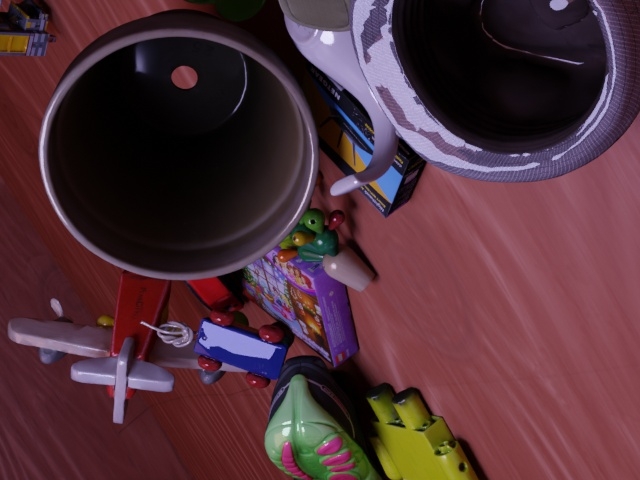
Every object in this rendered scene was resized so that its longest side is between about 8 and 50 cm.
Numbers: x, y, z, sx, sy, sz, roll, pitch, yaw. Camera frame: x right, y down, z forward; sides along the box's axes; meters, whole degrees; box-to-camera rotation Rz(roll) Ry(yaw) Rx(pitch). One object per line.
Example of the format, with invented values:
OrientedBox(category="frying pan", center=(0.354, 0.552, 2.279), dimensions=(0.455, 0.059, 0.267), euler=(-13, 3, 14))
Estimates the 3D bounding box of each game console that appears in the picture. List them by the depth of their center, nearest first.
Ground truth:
OrientedBox(category="game console", center=(-0.268, -0.013, 1.779), dimensions=(0.342, 0.060, 0.386), euler=(52, 174, 8))

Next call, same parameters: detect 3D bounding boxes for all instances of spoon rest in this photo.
OrientedBox(category="spoon rest", center=(0.026, -0.190, 1.082), dimensions=(0.137, 0.084, 0.276), euler=(-20, 80, 56))

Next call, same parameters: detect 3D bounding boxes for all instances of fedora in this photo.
OrientedBox(category="fedora", center=(0.164, -0.178, 0.808), dimensions=(0.243, 0.124, 0.275), euler=(56, 148, -6))

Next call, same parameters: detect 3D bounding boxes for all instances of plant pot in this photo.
OrientedBox(category="plant pot", center=(-0.172, -0.156, 1.253), dimensions=(0.280, 0.323, 0.323), euler=(-101, -7, -59))

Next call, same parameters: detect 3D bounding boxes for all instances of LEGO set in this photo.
OrientedBox(category="LEGO set", center=(-0.624, -0.497, 1.905), dimensions=(0.331, 0.192, 0.254), euler=(33, 118, 37))

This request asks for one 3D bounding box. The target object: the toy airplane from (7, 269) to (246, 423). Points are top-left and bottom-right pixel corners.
OrientedBox(category="toy airplane", center=(-0.368, 0.209, 1.991), dimensions=(0.386, 0.384, 0.272), euler=(42, 143, 25))

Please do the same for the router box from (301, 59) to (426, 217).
OrientedBox(category="router box", center=(0.048, -0.130, 1.188), dimensions=(0.179, 0.046, 0.133), euler=(48, 155, 17))

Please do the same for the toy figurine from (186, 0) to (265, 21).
OrientedBox(category="toy figurine", center=(-0.151, -0.372, 1.221), dimensions=(0.159, 0.130, 0.173), euler=(54, -175, 39))

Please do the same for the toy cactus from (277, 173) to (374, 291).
OrientedBox(category="toy cactus", center=(0.000, 0.000, 1.411), dimensions=(0.180, 0.112, 0.219), euler=(38, 154, -5))

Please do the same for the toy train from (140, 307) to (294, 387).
OrientedBox(category="toy train", center=(-0.168, 0.155, 1.703), dimensions=(0.248, 0.143, 0.105), euler=(18, 104, 7))

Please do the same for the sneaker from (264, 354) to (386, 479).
OrientedBox(category="sneaker", center=(0.020, 0.340, 1.728), dimensions=(0.482, 0.185, 0.202), euler=(78, -169, -60))

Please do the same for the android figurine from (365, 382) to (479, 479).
OrientedBox(category="android figurine", center=(0.168, 0.354, 1.567), dimensions=(0.248, 0.056, 0.272), euler=(-4, 116, 63))

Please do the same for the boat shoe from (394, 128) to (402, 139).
OrientedBox(category="boat shoe", center=(0.090, -0.193, 0.979), dimensions=(0.079, 0.095, 0.254), euler=(22, 149, 35))

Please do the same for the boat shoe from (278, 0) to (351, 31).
OrientedBox(category="boat shoe", center=(0.003, -0.290, 0.880), dimensions=(0.113, 0.103, 0.302), euler=(11, 170, -1))

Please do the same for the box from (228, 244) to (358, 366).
OrientedBox(category="box", center=(-0.065, 0.056, 1.622), dimensions=(0.293, 0.057, 0.201), euler=(34, 148, 41))
